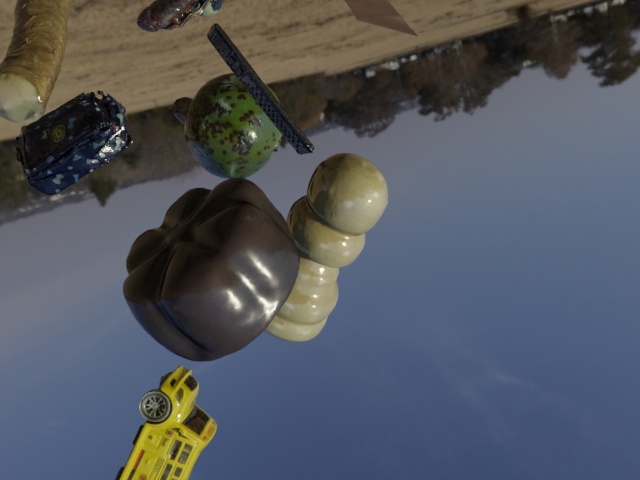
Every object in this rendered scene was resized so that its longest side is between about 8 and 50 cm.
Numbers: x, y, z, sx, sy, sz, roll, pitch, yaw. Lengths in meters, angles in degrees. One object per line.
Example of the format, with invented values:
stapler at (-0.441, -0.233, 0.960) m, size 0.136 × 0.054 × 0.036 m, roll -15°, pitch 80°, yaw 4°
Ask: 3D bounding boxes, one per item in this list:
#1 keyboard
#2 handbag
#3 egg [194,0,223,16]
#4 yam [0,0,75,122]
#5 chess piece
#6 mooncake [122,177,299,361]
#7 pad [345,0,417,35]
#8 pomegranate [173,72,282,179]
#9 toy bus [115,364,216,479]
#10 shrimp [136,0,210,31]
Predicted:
keyboard at (-0.099, -0.241, 0.943) m, size 0.017 × 0.250 × 0.087 m, roll -43°, pitch -162°, yaw -11°
handbag at (-0.548, -0.222, 1.258) m, size 0.260 × 0.162 × 0.113 m, roll -30°, pitch 150°, yaw 3°
egg at (-0.266, -0.572, 1.342) m, size 0.085 × 0.085 × 0.110 m, roll -25°, pitch -175°, yaw -31°
yam at (-0.394, -0.277, 0.793) m, size 0.081 × 0.081 × 0.357 m, roll -16°, pitch -135°, yaw 0°
chess piece at (0.000, 0.000, 0.895) m, size 0.300 × 0.167 × 0.167 m, roll -58°, pitch 172°, yaw 30°
mooncake at (-0.147, 0.032, 0.769) m, size 0.244 × 0.133 × 0.245 m, roll -24°, pitch -143°, yaw 20°
pad at (0.092, -0.405, 0.995) m, size 0.113 × 0.006 × 0.188 m, roll 8°, pitch -141°, yaw -22°
pomegranate at (-0.217, -0.277, 1.364) m, size 0.270 × 0.254 × 0.254 m, roll 23°, pitch -155°, yaw 9°
toy bus at (-0.310, 0.419, 1.122) m, size 0.152 × 0.330 × 0.144 m, roll 25°, pitch -177°, yaw 0°
shrimp at (-0.272, -0.459, 1.118) m, size 0.190 × 0.075 × 0.073 m, roll -28°, pitch -162°, yaw 13°
